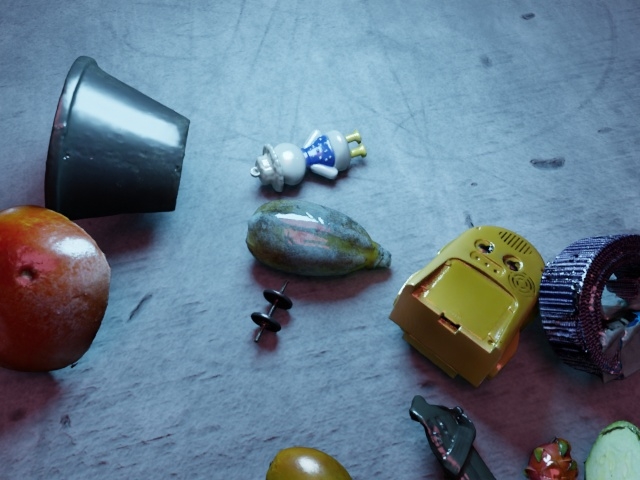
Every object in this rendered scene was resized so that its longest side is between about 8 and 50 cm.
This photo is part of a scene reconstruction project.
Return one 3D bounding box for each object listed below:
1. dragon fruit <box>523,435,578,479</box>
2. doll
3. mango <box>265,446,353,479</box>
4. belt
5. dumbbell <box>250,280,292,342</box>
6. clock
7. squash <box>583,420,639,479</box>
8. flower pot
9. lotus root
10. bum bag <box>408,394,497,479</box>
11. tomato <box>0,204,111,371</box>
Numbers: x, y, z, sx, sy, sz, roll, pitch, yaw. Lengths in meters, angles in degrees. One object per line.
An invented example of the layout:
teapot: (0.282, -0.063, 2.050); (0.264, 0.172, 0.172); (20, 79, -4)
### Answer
dragon fruit: (0.416, 0.398, 0.942); (0.081, 0.086, 0.116); (-1, 40, 45)
doll: (-0.031, -0.198, 1.283); (0.293, 0.119, 0.138); (-18, 77, -16)
mango: (0.008, 0.460, 0.887); (0.138, 0.113, 0.253); (-31, 66, -16)
belt: (0.564, 0.120, 1.027); (0.324, 0.122, 0.261); (-16, 92, -29)
dumbbell: (-0.101, 0.146, 1.099); (0.069, 0.069, 0.147); (21, 61, 12)
clock: (0.317, 0.107, 1.063); (0.244, 0.200, 0.317); (40, 59, 18)
squash: (0.524, 0.413, 0.852); (0.133, 0.220, 0.220); (9, 60, 10)
flower pot: (-0.428, -0.198, 1.169); (0.250, 0.379, 0.380); (10, 58, -14)
lotus root: (0.000, 0.000, 1.146); (0.321, 0.140, 0.158); (11, 60, 4)
bum bag: (0.267, 0.408, 0.913); (0.142, 0.079, 0.326); (4, 50, -52)
tomato: (-0.572, 0.099, 0.990); (0.338, 0.143, 0.339); (2, 97, 20)
